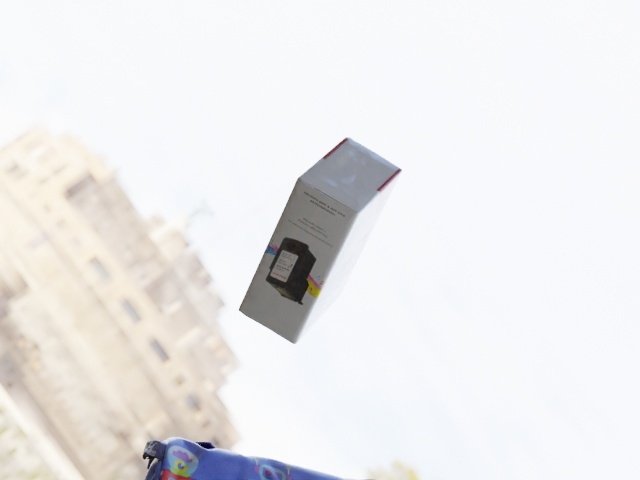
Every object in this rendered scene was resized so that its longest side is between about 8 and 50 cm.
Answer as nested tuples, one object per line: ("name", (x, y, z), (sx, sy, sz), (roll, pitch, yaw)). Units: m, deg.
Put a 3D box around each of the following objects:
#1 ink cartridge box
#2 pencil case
("ink cartridge box", (0.000, 0.000, 1.791), (0.072, 0.127, 0.175), (31, -58, 9))
("pencil case", (-0.049, 0.287, 1.865), (0.119, 0.306, 0.133), (117, -19, -55))
